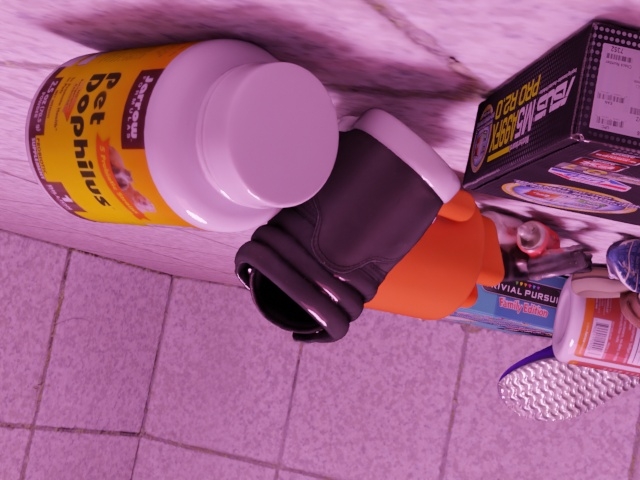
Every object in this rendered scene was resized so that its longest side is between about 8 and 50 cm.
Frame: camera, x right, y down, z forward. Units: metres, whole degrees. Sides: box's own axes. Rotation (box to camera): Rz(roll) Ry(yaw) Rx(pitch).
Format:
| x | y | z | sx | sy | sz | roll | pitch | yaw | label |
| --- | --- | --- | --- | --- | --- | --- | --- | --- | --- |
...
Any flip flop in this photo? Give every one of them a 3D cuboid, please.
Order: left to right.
| x | y | z | sx | sy | sz | roll | pitch | yaw | label |
| --- | --- | --- | --- | --- | --- | --- | --- | --- | --- |
| 0.389 | 0.074 | 1.477 | 0.112 | 0.080 | 0.277 | 14 | 174 | -26 | flip flop |

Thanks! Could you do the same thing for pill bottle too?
| x | y | z | sx | sy | sz | roll | pitch | yaw | label |
| --- | --- | --- | --- | --- | --- | --- | --- | --- | --- |
| -0.089 | -0.065 | 0.799 | 0.117 | 0.117 | 0.215 | 16 | 173 | -40 | pill bottle |
| 0.424 | 0.120 | 1.669 | 0.216 | 0.121 | 0.121 | 11 | 175 | -1 | pill bottle |

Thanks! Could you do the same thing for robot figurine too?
| x | y | z | sx | sy | sz | roll | pitch | yaw | label |
| --- | --- | --- | --- | --- | --- | --- | --- | --- | --- |
| 0.058 | 0.002 | 1.138 | 0.219 | 0.128 | 0.158 | 14 | -179 | -27 | robot figurine |

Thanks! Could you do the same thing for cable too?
| x | y | z | sx | sy | sz | roll | pitch | yaw | label |
| --- | --- | --- | --- | --- | --- | --- | --- | --- | --- |
| 0.239 | 0.004 | 1.321 | 0.139 | 0.072 | 0.287 | -1 | -179 | 34 | cable |

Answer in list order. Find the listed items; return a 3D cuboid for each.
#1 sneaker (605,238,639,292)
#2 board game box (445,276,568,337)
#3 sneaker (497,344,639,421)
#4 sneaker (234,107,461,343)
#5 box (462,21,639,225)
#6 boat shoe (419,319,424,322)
| x | y | z | sx | sy | sz | roll | pitch | yaw | label |
| --- | --- | --- | --- | --- | --- | --- | --- | --- | --- |
| 0.315 | 0.027 | 1.300 | 0.058 | 0.052 | 0.135 | 12 | 176 | 36 | sneaker |
| 0.224 | 0.075 | 1.817 | 0.336 | 0.079 | 0.253 | 14 | 174 | -28 | board game box |
| 0.410 | 0.177 | 1.914 | 0.293 | 0.102 | 0.146 | -21 | -166 | 12 | sneaker |
| 0.006 | -0.005 | 0.893 | 0.104 | 0.147 | 0.296 | 43 | 177 | -1 | sneaker |
| 0.237 | -0.041 | 0.704 | 0.270 | 0.060 | 0.216 | 12 | 174 | -7 | box |
| 0.103 | 0.026 | 1.348 | 0.079 | 0.084 | 0.233 | 27 | -165 | 1 | boat shoe |
